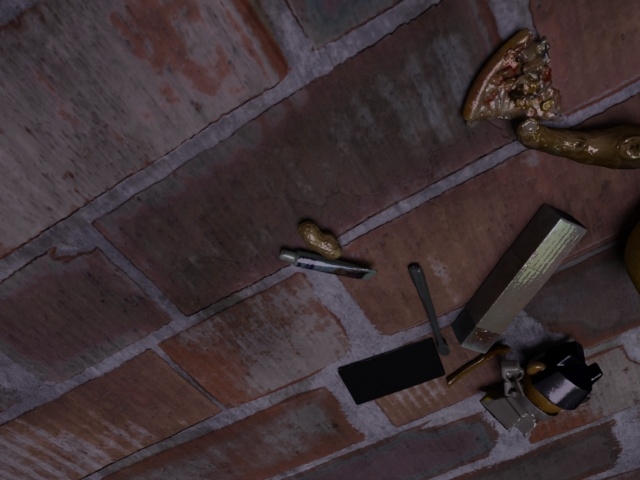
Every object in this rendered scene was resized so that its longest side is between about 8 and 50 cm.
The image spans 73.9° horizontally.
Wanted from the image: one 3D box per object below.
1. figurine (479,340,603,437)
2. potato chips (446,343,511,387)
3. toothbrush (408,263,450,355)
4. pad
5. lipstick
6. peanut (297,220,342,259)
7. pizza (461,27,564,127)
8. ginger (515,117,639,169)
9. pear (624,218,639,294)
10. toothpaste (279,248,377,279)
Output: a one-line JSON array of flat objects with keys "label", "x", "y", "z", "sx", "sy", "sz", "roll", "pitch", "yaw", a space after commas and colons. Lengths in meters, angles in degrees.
[{"label": "figurine", "x": 0.588, "y": 0.391, "z": 1.119, "sx": 0.308, "sy": 0.143, "sz": 0.308, "roll": -11, "pitch": 138, "yaw": -10}, {"label": "potato chips", "x": 0.415, "y": 0.331, "z": 1.132, "sx": 0.026, "sy": 0.037, "sz": 0.204, "roll": 42, "pitch": 115, "yaw": -14}, {"label": "toothbrush", "x": 0.265, "y": 0.171, "z": 1.026, "sx": 0.030, "sy": 0.030, "sz": 0.297, "roll": -17, "pitch": 120, "yaw": 16}, {"label": "pad", "x": 0.194, "y": 0.354, "z": 1.144, "sx": 0.265, "sy": 0.009, "sz": 0.159, "roll": -21, "pitch": 120, "yaw": 6}, {"label": "lipstick", "x": 0.437, "y": 0.097, "z": 0.966, "sx": 0.080, "sy": 0.076, "sz": 0.371, "roll": 20, "pitch": 118, "yaw": -14}, {"label": "peanut", "x": 0.000, "y": 0.000, "z": 0.891, "sx": 0.113, "sy": 0.054, "sz": 0.054, "roll": 35, "pitch": 113, "yaw": -21}, {"label": "pizza", "x": 0.367, "y": -0.258, "z": 0.763, "sx": 0.195, "sy": 0.052, "sz": 0.185, "roll": 22, "pitch": 120, "yaw": -18}, {"label": "ginger", "x": 0.500, "y": -0.179, "z": 0.779, "sx": 0.294, "sy": 0.131, "sz": 0.086, "roll": 5, "pitch": 101, "yaw": -5}, {"label": "pear", "x": 0.779, "y": 0.026, "z": 0.870, "sx": 0.271, "sy": 0.271, "sz": 0.271, "roll": -2, "pitch": 121, "yaw": -3}, {"label": "toothpaste", "x": 0.016, "y": 0.053, "z": 0.929, "sx": 0.216, "sy": 0.037, "sz": 0.062, "roll": 14, "pitch": 155, "yaw": -13}]
